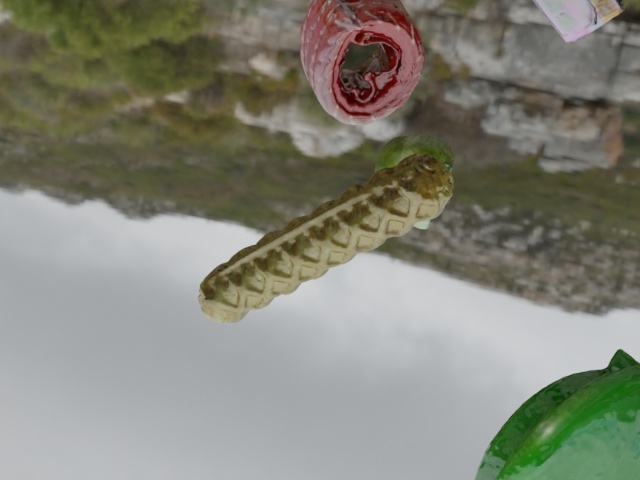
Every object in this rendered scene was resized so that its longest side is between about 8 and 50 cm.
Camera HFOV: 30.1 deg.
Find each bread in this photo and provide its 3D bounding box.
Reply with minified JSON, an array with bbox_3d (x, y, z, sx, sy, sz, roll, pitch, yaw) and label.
[{"bbox_3d":[0.001,0.001,1.452,0.367,0.077,0.084,-29,-164,23],"label":"bread"}]

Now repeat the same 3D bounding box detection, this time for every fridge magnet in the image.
[{"bbox_3d":[0.191,0.177,0.881,0.208,0.208,0.088,7,-156,-41],"label":"fridge magnet"}]

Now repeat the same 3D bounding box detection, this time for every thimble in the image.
[{"bbox_3d":[0.059,-0.269,1.705,0.163,0.190,0.125,-7,-139,-12],"label":"thimble"}]

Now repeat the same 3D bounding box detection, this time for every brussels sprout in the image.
[{"bbox_3d":[0.145,-0.104,1.913,0.122,0.149,0.151,21,170,5],"label":"brussels sprout"}]

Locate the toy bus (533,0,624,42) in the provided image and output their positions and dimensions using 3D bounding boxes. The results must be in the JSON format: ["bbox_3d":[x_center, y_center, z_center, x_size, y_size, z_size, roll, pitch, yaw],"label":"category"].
[{"bbox_3d":[0.325,-0.422,1.718,0.274,0.112,0.090,50,-154,-11],"label":"toy bus"}]
